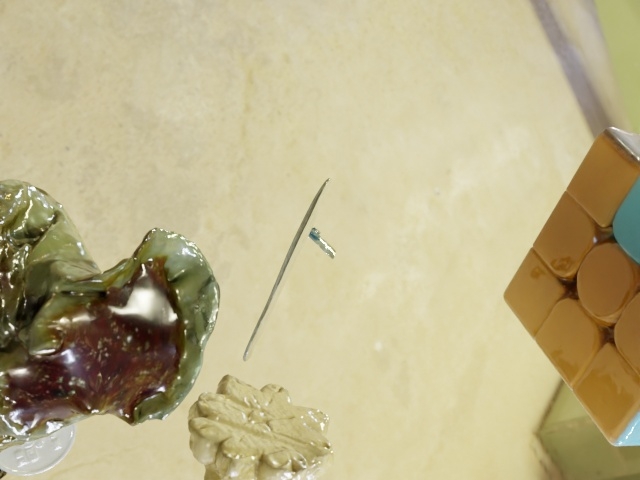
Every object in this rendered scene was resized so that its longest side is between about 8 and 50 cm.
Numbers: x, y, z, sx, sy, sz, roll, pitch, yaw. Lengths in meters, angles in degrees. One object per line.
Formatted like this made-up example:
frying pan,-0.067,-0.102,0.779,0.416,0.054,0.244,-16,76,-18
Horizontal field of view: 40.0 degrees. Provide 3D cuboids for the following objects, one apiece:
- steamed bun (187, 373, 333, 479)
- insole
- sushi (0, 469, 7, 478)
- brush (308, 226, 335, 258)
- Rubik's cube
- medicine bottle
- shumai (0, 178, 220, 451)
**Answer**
steamed bun,-0.115,0.376,1.621,0.292,0.295,0.137,-5,118,-43
insole,-0.032,0.028,0.838,0.006,0.193,0.065,26,5,5
sushi,-0.590,0.343,1.460,0.172,0.153,0.150,80,-15,-47
brush,0.000,0.000,1.261,0.083,0.013,0.016,45,48,-41
Rubik's cube,0.472,0.064,1.147,0.291,0.291,0.291,7,34,-29
medicine bottle,-0.456,0.233,1.302,0.143,0.258,0.143,-9,109,-28
shumai,-0.275,0.118,0.970,0.289,0.329,0.292,16,12,-17
